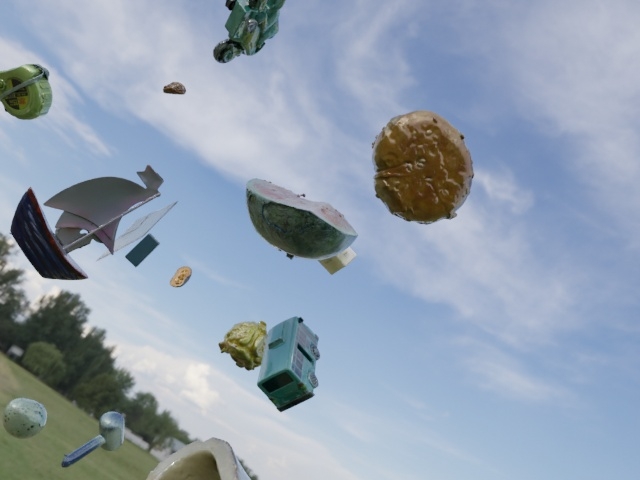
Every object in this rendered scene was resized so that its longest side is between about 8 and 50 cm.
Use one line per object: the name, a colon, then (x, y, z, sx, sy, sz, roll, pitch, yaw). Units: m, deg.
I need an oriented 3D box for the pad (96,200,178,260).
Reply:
pad: (-0.440, -0.026, 1.384, 0.004, 0.156, 0.232, 48, 18, -4)

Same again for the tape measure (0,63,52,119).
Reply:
tape measure: (-0.818, -0.412, 1.581, 0.177, 0.087, 0.154, -6, -76, 22)

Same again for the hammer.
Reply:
hammer: (-0.633, 0.565, 1.586, 0.069, 0.194, 0.116, 26, -61, 25)

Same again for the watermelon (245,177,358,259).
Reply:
watermelon: (-0.082, -0.029, 1.475, 0.321, 0.175, 0.188, 20, 17, 18)

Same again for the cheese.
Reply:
cheese: (-0.316, 0.684, 1.465, 0.332, 0.292, 0.153, 23, -40, 63)

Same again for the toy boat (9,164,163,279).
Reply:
toy boat: (-0.488, -0.059, 1.173, 0.219, 0.318, 0.072, 42, -3, -39)

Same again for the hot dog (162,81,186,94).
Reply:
hot dog: (-0.518, -0.536, 2.016, 0.083, 0.058, 0.035, 9, -54, 14)

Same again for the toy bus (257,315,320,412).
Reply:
toy bus: (-0.088, 0.339, 1.622, 0.128, 0.256, 0.147, -30, -66, 18)

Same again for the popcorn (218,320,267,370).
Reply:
popcorn: (-0.291, 0.402, 2.203, 0.185, 0.167, 0.187, 19, -60, -16)

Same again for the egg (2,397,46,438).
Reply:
egg: (-0.990, 0.588, 1.908, 0.131, 0.131, 0.164, 24, -43, 17)

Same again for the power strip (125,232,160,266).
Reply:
power strip: (-0.625, 0.033, 2.014, 0.056, 0.123, 0.032, 45, -3, -6)

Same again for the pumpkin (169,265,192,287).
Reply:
pumpkin: (-0.414, 0.114, 1.697, 0.050, 0.083, 0.028, 16, -45, 22)

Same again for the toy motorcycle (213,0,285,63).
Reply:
toy motorcycle: (-0.188, -0.633, 1.668, 0.109, 0.198, 0.296, 55, -46, 13)

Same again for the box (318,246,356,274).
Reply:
box: (0.000, 0.000, 2.095, 0.256, 0.069, 0.164, 47, -22, -1)

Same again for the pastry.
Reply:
pastry: (0.278, -0.199, 1.611, 0.184, 0.284, 0.316, -174, -113, -85)
